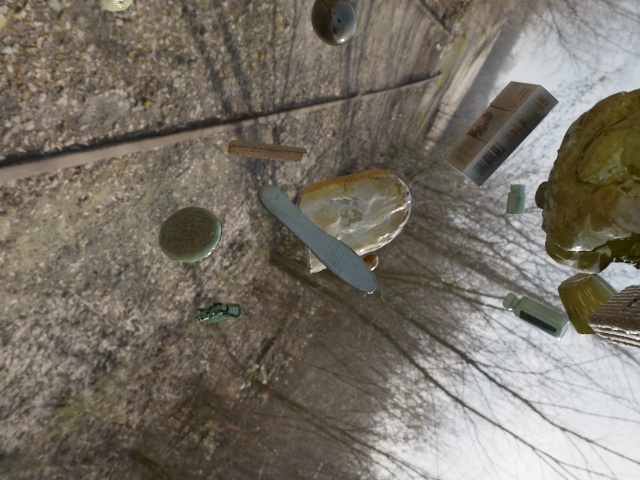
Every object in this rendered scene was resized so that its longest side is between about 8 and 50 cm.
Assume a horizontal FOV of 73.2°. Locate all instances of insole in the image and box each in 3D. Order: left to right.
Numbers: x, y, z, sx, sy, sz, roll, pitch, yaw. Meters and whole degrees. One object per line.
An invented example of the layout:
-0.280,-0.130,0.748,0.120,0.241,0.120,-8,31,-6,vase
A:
0.000,0.000,0.955,0.009,0.348,0.119,-40,-166,34,insole

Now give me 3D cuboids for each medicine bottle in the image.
0.544,-0.114,1.196,0.047,0.047,0.083,-39,133,-69,medicine bottle
0.810,0.277,1.629,0.083,0.228,0.121,-47,140,-13,medicine bottle

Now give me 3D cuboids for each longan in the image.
0.057,-0.917,1.792,0.197,0.196,0.220,-60,164,1,longan

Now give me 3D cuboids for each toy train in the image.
-0.259,0.181,1.071,0.148,0.070,0.038,-21,-120,47,toy train

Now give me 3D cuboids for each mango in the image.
0.173,0.074,1.486,0.089,0.060,0.046,-34,110,-54,mango

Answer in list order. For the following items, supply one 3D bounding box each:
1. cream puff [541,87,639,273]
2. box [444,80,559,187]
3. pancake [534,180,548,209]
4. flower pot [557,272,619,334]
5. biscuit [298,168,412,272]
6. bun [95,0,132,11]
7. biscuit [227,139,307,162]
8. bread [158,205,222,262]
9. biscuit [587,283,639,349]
0.601,-0.090,0.758,0.378,0.275,0.379,-14,120,-26,cream puff
0.400,-0.244,0.978,0.233,0.067,0.149,-51,-163,17,box
0.861,-0.174,1.651,0.115,0.011,0.115,-176,-90,-77,pancake
0.958,0.213,1.535,0.195,0.179,0.195,-33,174,-4,flower pot
0.116,-0.086,1.555,0.445,0.104,0.429,-20,139,-2,biscuit
-0.349,-0.434,0.737,0.086,0.054,0.086,21,90,-84,bun
-0.257,-0.434,2.088,0.094,0.378,0.054,-105,-159,-57,biscuit
-0.540,-0.030,1.779,0.267,0.266,0.040,-58,163,-19,bread
0.621,0.136,0.774,0.144,0.078,0.426,-42,165,6,biscuit
